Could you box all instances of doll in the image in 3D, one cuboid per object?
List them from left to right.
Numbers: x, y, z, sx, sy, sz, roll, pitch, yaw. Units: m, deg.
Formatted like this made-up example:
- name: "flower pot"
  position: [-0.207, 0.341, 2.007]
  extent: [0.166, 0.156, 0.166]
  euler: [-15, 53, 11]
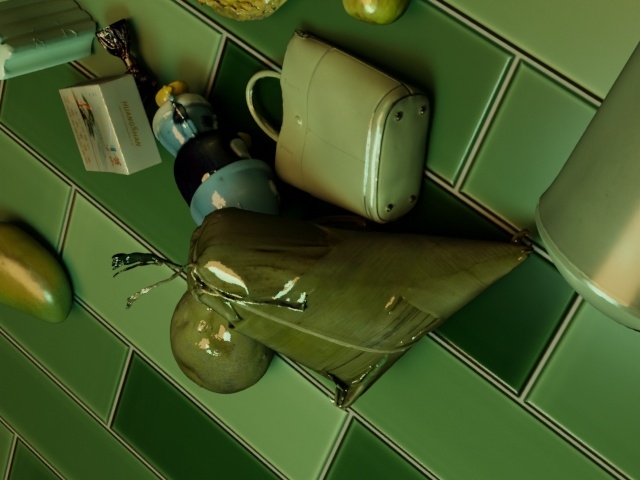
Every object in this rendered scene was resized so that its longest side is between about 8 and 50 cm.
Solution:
- name: "doll"
  position: [-0.151, -0.102, 1.757]
  extent: [0.314, 0.141, 0.177]
  euler: [59, 177, 21]

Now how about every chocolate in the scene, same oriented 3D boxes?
- name: "chocolate"
  position: [-0.312, -0.283, 1.883]
  extent: [0.072, 0.070, 0.147]
  euler: [-11, 112, 31]

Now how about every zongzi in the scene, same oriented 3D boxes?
- name: "zongzi"
  position: [-0.005, 0.014, 1.550]
  extent: [0.447, 0.181, 0.418]
  euler: [30, 134, -25]

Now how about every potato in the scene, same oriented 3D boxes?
- name: "potato"
  position: [-0.162, 0.159, 1.880]
  extent: [0.235, 0.160, 0.178]
  euler: [-40, 56, 55]

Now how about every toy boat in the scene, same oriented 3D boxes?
- name: "toy boat"
  position: [0.000, 0.000, 1.733]
  extent: [0.206, 0.072, 0.064]
  euler: [-13, 102, 42]

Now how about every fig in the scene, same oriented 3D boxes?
- name: "fig"
  position: [0.098, -0.357, 1.525]
  extent: [0.093, 0.093, 0.166]
  euler: [32, 86, 25]

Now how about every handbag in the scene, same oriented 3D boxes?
- name: "handbag"
  position: [0.015, -0.168, 1.666]
  extent: [0.315, 0.109, 0.241]
  euler: [31, 125, 42]

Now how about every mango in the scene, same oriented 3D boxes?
- name: "mango"
  position: [-0.570, 0.062, 2.187]
  extent: [0.251, 0.114, 0.156]
  euler: [34, 119, 24]

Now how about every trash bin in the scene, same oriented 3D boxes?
- name: "trash bin"
  position: [0.420, -0.097, 1.228]
  extent: [0.280, 0.280, 0.432]
  euler: [37, 124, 22]

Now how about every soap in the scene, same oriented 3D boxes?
- name: "soap"
  position: [-0.469, -0.337, 1.883]
  extent: [0.119, 0.198, 0.066]
  euler: [44, 130, 16]

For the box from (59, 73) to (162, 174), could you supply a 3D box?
- name: "box"
  position: [-0.342, -0.187, 1.874]
  extent: [0.233, 0.067, 0.149]
  euler: [10, 122, 62]

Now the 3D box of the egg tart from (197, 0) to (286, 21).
- name: "egg tart"
  position: [-0.145, -0.451, 1.628]
  extent: [0.294, 0.123, 0.294]
  euler: [15, 115, 35]
